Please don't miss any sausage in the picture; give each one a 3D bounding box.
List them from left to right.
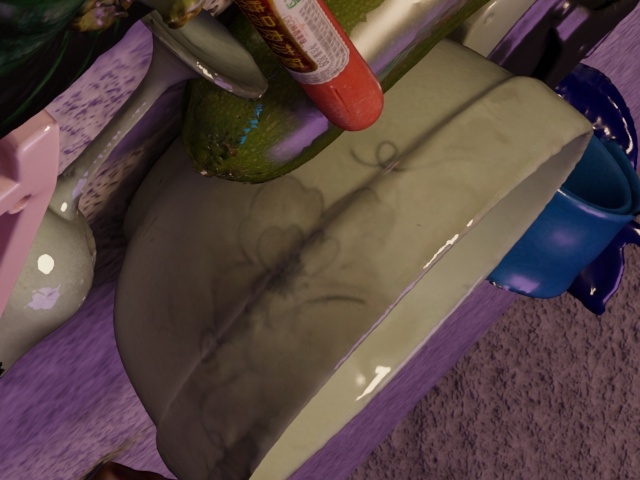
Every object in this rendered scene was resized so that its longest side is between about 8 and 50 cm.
[{"bbox_3d":[-0.018,-0.103,0.809,0.034,0.034,0.253,-44,150,-1],"label":"sausage"}]

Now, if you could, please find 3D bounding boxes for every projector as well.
[{"bbox_3d":[0.143,-0.151,1.264,0.259,0.079,0.257,-40,168,-26],"label":"projector"}]

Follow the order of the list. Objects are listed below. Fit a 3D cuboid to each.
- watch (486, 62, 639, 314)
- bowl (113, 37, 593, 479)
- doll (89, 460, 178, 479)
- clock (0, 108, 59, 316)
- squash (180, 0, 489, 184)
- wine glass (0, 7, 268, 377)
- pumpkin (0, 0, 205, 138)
[{"bbox_3d":[0.163,-0.040,1.490,0.171,0.196,0.200,-59,171,25],"label":"watch"},{"bbox_3d":[0.000,0.000,1.096,0.307,0.163,0.307,-42,169,-10],"label":"bowl"},{"bbox_3d":[-0.172,0.369,1.525,0.318,0.340,0.209,-28,169,-15],"label":"doll"},{"bbox_3d":[-0.239,0.068,0.704,0.275,0.080,0.290,-36,166,-34],"label":"clock"},{"bbox_3d":[0.058,-0.146,0.963,0.331,0.087,0.087,-40,169,-14],"label":"squash"},{"bbox_3d":[-0.114,-0.018,0.833,0.195,0.079,0.079,-48,169,17],"label":"wine glass"},{"bbox_3d":[-0.081,-0.100,0.447,0.202,0.140,0.202,-43,180,0],"label":"pumpkin"}]
